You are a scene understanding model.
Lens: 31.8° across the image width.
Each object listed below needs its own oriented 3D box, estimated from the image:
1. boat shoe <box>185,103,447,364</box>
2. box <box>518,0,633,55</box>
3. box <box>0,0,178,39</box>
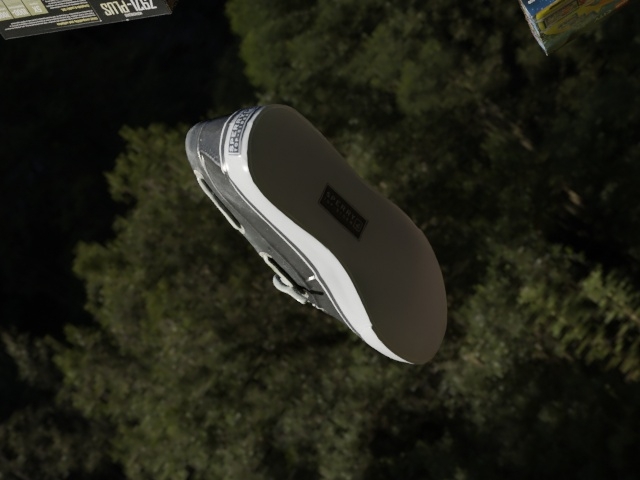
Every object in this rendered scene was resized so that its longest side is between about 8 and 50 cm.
[{"bbox_3d":[-0.002,0.003,0.981,0.105,0.306,0.113,-1,56,46],"label":"boat shoe"},{"bbox_3d":[0.365,-0.336,1.415,0.233,0.044,0.159,-32,-16,11],"label":"box"},{"bbox_3d":[-0.222,-0.261,0.961,0.180,0.147,0.077,-4,49,24],"label":"box"}]
